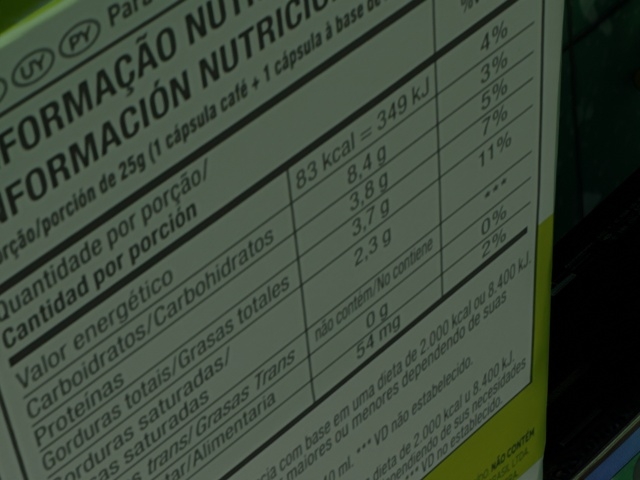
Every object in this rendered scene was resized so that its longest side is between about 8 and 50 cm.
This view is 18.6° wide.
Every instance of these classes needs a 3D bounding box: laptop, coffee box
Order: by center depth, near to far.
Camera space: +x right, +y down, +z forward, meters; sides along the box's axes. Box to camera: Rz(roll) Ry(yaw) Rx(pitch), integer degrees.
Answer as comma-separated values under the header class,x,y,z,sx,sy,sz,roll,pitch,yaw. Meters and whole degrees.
class,x,y,z,sx,sy,sz,roll,pitch,yaw
coffee box,-0.165,-0.010,0.550,0.338,0.338,0.334,-37,145,-25
laptop,0.270,0.070,1.295,0.382,0.408,0.236,-42,106,-8

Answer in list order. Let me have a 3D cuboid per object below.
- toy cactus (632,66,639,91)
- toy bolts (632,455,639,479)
class,x,y,z,sx,sy,sz,roll,pitch,yaw
toy cactus,0.267,-0.182,1.398,0.180,0.112,0.219,-54,143,-54
toy bolts,0.197,0.254,1.407,0.228,0.218,0.158,-40,113,-55
